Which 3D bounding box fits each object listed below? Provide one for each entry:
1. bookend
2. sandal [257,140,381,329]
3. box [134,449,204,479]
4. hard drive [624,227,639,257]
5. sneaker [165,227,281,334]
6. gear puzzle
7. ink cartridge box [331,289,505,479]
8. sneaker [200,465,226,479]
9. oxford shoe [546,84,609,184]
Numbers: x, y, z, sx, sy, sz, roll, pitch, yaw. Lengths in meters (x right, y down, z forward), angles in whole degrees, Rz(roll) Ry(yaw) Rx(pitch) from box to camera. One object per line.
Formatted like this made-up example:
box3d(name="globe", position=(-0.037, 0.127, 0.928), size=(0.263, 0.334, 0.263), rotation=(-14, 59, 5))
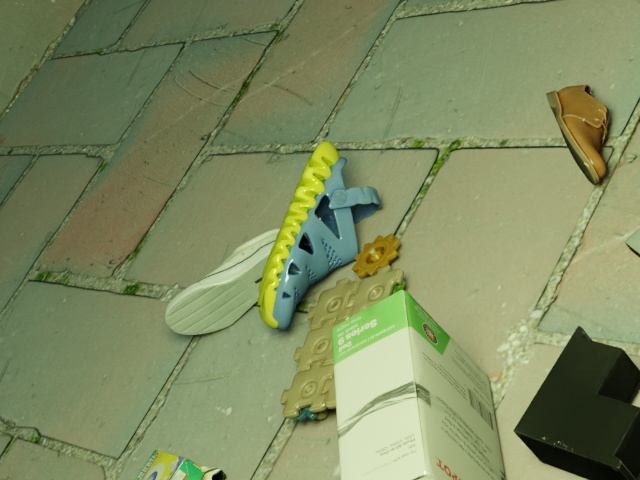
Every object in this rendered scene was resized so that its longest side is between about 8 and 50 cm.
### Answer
box3d(name="bookend", position=(0.333, 0.195, 1.458), size=(0.156, 0.072, 0.157), rotation=(12, 62, 51))
box3d(name="sandal", position=(0.000, 0.000, 1.978), size=(0.126, 0.138, 0.317), rotation=(130, 164, -71))
box3d(name="box", position=(-0.241, 0.367, 1.872), size=(0.105, 0.043, 0.179), rotation=(-56, 15, -18))
box3d(name="hard drive", position=(0.464, -0.019, 1.597), size=(0.135, 0.022, 0.094), rotation=(-42, 33, 2))
box3d(name="sneaker", position=(-0.142, 0.069, 2.097), size=(0.258, 0.094, 0.091), rotation=(-28, 26, 8))
box3d(name="gear puzzle", position=(0.052, 0.124, 1.869), size=(0.175, 0.044, 0.339), rotation=(-18, 38, 36))
box3d(name="ink cartridge box", position=(0.120, 0.239, 1.508), size=(0.121, 0.211, 0.289), rotation=(-29, 36, 21))
box3d(name="sneaker", position=(-0.170, 0.373, 1.825), size=(0.043, 0.040, 0.109), rotation=(-12, 46, 34))
box3d(name="oxford shoe", position=(0.380, -0.161, 1.801), size=(0.076, 0.076, 0.212), rotation=(-22, 39, 13))
